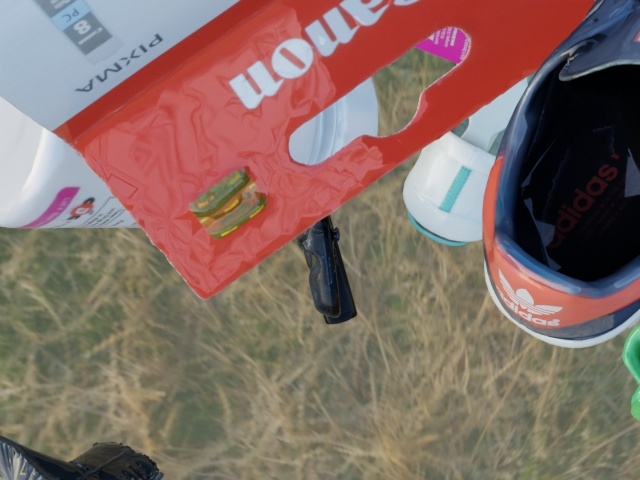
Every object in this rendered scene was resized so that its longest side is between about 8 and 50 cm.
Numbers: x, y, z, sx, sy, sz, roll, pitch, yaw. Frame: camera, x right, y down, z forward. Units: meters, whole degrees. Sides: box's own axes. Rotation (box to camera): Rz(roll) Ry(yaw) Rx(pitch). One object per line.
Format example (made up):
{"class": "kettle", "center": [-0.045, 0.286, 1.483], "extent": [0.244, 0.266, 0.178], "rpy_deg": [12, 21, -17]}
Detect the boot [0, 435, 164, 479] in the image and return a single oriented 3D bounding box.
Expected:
{"class": "boot", "center": [-0.180, 0.167, 1.034], "extent": [0.121, 0.099, 0.045], "rpy_deg": [26, 109, 17]}

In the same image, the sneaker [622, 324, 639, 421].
{"class": "sneaker", "center": [0.301, 0.149, 1.092], "extent": [0.123, 0.295, 0.109], "rpy_deg": [19, 105, -11]}

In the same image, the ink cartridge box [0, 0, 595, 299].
{"class": "ink cartridge box", "center": [-0.022, -0.151, 0.665], "extent": [0.308, 0.385, 0.091], "rpy_deg": [-35, 38, 2]}

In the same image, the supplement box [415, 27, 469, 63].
{"class": "supplement box", "center": [0.084, -0.240, 1.214], "extent": [0.220, 0.114, 0.111], "rpy_deg": [23, 74, 5]}

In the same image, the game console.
{"class": "game console", "center": [0.000, 0.000, 1.462], "extent": [0.043, 0.361, 0.213], "rpy_deg": [-16, 104, 1]}

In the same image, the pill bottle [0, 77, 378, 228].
{"class": "pill bottle", "center": [-0.105, -0.088, 0.991], "extent": [0.160, 0.283, 0.160], "rpy_deg": [0, 90, 48]}

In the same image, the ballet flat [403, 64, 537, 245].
{"class": "ballet flat", "center": [0.194, -0.150, 1.456], "extent": [0.139, 0.139, 0.400], "rpy_deg": [21, 42, 9]}

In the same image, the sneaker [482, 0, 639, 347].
{"class": "sneaker", "center": [0.190, -0.106, 0.714], "extent": [0.131, 0.148, 0.350], "rpy_deg": [25, 90, 16]}
